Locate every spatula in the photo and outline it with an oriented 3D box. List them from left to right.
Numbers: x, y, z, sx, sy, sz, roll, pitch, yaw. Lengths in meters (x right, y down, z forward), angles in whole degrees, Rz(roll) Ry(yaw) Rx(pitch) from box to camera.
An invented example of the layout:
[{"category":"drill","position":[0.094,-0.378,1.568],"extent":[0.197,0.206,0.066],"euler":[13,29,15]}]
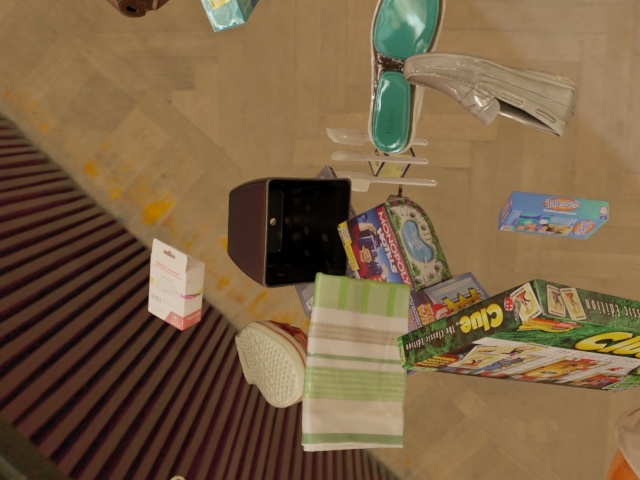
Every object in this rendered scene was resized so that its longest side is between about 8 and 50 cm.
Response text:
[{"category":"spatula","position":[0.136,-0.176,1.740],"extent":[0.242,0.019,0.168],"euler":[3,54,-14]}]

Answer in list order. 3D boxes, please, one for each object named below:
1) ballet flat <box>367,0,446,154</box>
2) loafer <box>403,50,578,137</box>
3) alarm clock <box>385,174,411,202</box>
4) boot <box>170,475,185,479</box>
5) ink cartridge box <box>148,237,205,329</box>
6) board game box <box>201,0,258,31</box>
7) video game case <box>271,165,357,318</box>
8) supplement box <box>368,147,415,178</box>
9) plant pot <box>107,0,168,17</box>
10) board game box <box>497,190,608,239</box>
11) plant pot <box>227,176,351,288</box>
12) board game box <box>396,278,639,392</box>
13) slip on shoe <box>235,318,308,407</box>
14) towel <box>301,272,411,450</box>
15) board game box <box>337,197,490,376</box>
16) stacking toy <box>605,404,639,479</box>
[{"category":"ballet flat","position":[0.170,-0.370,1.574],"extent":[0.139,0.139,0.400],"euler":[6,122,-1]},{"category":"loafer","position":[0.303,-0.264,1.415],"extent":[0.320,0.112,0.111],"euler":[12,88,2]},{"category":"alarm clock","position":[0.191,-0.065,1.919],"extent":[0.064,0.129,0.192],"euler":[7,101,16]},{"category":"boot","position":[-0.254,0.478,1.321],"extent":[0.059,0.158,0.084],"euler":[12,135,-15]},{"category":"ink cartridge box","position":[-0.330,0.091,1.802],"extent":[0.115,0.067,0.198],"euler":[25,122,28]},{"category":"board game box","position":[-0.228,-0.650,1.654],"extent":[0.079,0.253,0.336],"euler":[-12,123,18]},{"category":"video game case","position":[0.000,0.000,1.627],"extent":[0.026,0.274,0.196],"euler":[24,121,-40]},{"category":"supplement box","position":[0.179,-0.206,1.976],"extent":[0.083,0.056,0.083],"euler":[2,139,-24]},{"category":"plant pot","position":[-0.268,-0.394,1.027],"extent":[0.167,0.167,0.165],"euler":[-45,80,6]},{"category":"board game box","position":[0.523,-0.055,1.779],"extent":[0.210,0.160,0.047],"euler":[7,74,3]},{"category":"plant pot","position":[-0.071,-0.026,1.418],"extent":[0.187,0.167,0.188],"euler":[-3,100,-40]},{"category":"board game box","position":[0.201,0.080,0.598],"extent":[0.260,0.136,0.030],"euler":[12,59,-33]},{"category":"slip on shoe","position":[-0.054,0.166,1.140],"extent":[0.101,0.331,0.123],"euler":[-15,88,-13]},{"category":"towel","position":[0.036,0.109,0.695],"extent":[0.113,0.023,0.152],"euler":[10,82,-37]},{"category":"board game box","position":[0.105,0.051,0.817],"extent":[0.060,0.194,0.194],"euler":[-19,89,-21]},{"category":"stacking toy","position":[0.324,0.431,0.746],"extent":[0.351,0.350,0.479],"euler":[30,104,-4]}]
